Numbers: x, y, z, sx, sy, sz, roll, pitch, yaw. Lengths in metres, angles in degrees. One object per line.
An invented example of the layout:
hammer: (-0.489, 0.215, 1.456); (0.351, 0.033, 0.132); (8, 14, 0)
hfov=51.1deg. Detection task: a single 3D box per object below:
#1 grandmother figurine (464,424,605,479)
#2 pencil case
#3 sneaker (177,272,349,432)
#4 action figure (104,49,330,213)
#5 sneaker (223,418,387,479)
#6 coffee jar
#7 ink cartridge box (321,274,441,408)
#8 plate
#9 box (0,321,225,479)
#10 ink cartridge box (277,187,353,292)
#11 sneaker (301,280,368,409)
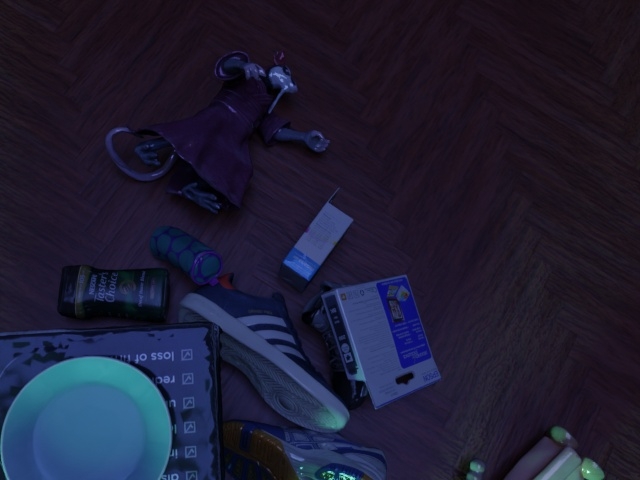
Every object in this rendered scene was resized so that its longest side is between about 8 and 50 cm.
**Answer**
grandmother figurine: (0.326, 0.470, 1.154); (0.342, 0.104, 0.208); (-39, 74, -20)
pencil case: (-0.238, 0.025, 1.182); (0.065, 0.070, 0.152); (-33, 39, -29)
sneaker: (-0.073, 0.177, 1.153); (0.350, 0.131, 0.148); (38, 47, 10)
action figure: (-0.168, -0.220, 1.274); (0.276, 0.248, 0.370); (5, 50, 37)
sneaker: (-0.032, 0.369, 1.136); (0.297, 0.131, 0.111); (17, 108, 15)
coffee jar: (-0.360, 0.092, 1.170); (0.185, 0.079, 0.096); (2, 73, -8)
ink cartridge box: (0.111, 0.173, 1.177); (0.206, 0.045, 0.208); (-7, 74, -48)
plate: (-0.266, 0.227, 0.770); (0.188, 0.024, 0.188); (1, 82, -10)
box: (-0.364, 0.361, 0.893); (0.481, 0.297, 0.471); (-2, 80, -9)
ink cartridge box: (0.000, 0.000, 1.239); (0.062, 0.104, 0.181); (35, 72, 2)
sneaker: (0.016, 0.177, 1.174); (0.132, 0.086, 0.228); (23, 56, -41)
